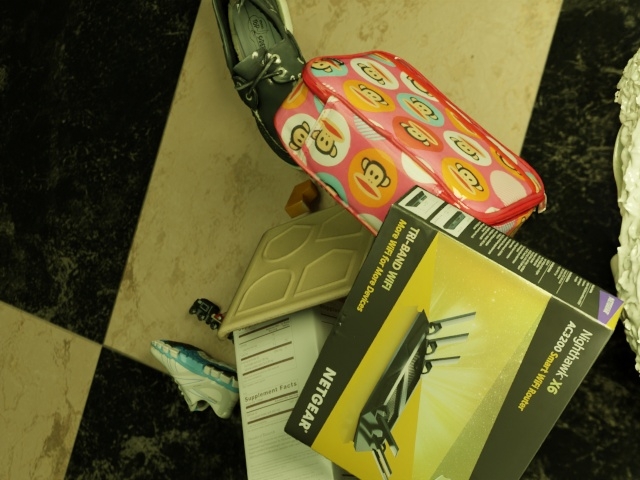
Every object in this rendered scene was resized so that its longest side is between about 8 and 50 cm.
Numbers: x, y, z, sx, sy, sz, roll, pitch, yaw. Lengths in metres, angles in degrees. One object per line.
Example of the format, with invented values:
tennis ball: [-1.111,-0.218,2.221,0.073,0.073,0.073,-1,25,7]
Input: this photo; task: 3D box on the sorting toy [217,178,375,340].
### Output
sorting toy: [0.000,0.000,1.319,0.229,0.041,0.307,-23,26,29]

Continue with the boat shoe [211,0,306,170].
boat shoe: [-0.083,-0.255,1.498,0.127,0.113,0.340,-29,62,31]

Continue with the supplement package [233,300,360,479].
supplement package: [-0.009,0.207,1.301,0.134,0.139,0.244,-22,64,32]

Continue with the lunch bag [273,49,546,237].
lunch bag: [0.115,-0.099,1.210,0.293,0.258,0.120,44,121,18]

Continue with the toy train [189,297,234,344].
toy train: [-0.135,0.123,1.504,0.158,0.027,0.036,28,87,41]

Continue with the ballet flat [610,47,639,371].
ballet flat: [0.366,-0.021,1.078,0.147,0.147,0.408,-6,72,39]

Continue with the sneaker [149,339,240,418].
sneaker: [-0.189,0.202,1.501,0.191,0.071,0.082,22,99,41]

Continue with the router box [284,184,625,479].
router box: [0.129,0.135,1.073,0.243,0.081,0.308,30,118,12]
